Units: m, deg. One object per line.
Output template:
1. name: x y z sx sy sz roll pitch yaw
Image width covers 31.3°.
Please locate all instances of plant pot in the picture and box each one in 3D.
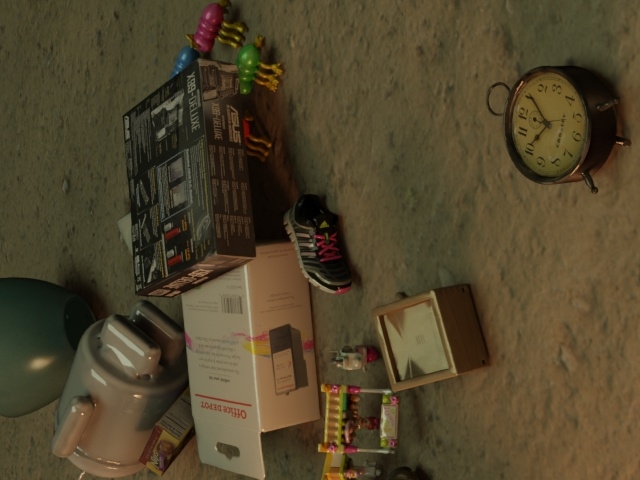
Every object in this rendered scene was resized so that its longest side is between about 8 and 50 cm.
1. plant pot: -0.570 0.199 2.336 0.195 0.290 0.290 -16 82 18

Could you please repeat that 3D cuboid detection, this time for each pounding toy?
1. pounding toy: 0.136 0.118 1.476 0.141 0.100 0.130 -22 79 43

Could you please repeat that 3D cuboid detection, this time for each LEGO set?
1. LEGO set: 0.066 0.292 1.593 0.107 0.132 0.287 0 103 16

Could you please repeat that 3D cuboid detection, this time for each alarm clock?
1. alarm clock: 0.254 -0.136 1.274 0.192 0.064 0.129 33 122 44

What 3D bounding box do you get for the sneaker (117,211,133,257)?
1. sneaker: -0.264 -0.018 1.992 0.290 0.106 0.123 -28 80 62

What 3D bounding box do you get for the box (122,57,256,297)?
1. box: -0.206 -0.090 1.740 0.242 0.076 0.307 -25 66 49

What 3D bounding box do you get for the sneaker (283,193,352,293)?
1. sneaker: 0.000 0.000 1.650 0.170 0.063 0.075 62 146 33

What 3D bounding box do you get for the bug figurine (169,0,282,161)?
1. bug figurine: -0.163 -0.257 1.819 0.279 0.072 0.216 54 135 34

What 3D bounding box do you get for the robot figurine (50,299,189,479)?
1. robot figurine: -0.349 0.274 1.999 0.200 0.300 0.353 38 125 21

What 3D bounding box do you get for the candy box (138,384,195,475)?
1. candy box: -0.224 0.295 1.916 0.053 0.187 0.109 34 130 6

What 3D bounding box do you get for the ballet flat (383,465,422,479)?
1. ballet flat: 0.096 0.430 1.593 0.058 0.084 0.250 40 121 45

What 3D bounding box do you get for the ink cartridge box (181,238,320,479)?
1. ink cartridge box: -0.111 0.178 1.789 0.207 0.119 0.353 0 96 53
